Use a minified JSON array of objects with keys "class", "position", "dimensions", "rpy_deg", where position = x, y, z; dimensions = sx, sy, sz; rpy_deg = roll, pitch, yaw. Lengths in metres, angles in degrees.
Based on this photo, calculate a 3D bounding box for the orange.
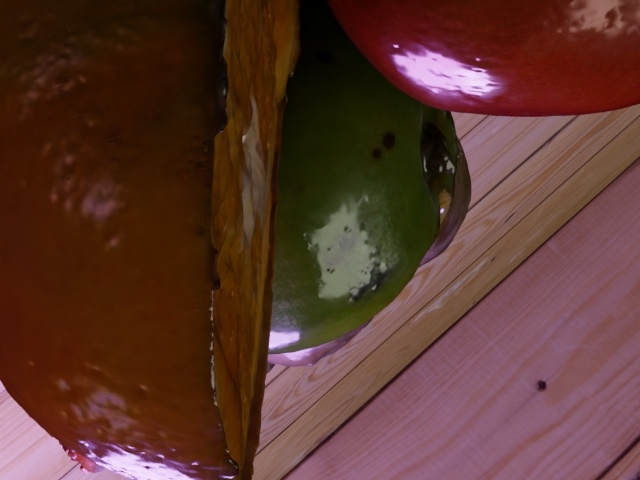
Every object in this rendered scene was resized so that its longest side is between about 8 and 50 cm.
[{"class":"orange","position":[-0.064,-0.058,0.803],"dimensions":[0.310,0.274,0.274],"rpy_deg":[-56,169,-8]}]

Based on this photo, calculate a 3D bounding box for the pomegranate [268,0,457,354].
[{"class":"pomegranate","position":[-0.058,-0.041,1.073],"dimensions":[0.302,0.236,0.236],"rpy_deg":[-12,-171,35]}]

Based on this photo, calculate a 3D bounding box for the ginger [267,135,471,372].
[{"class":"ginger","position":[0.000,0.000,1.421],"dimensions":[0.304,0.155,0.244],"rpy_deg":[-42,180,-19]}]

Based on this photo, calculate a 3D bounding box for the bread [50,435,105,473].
[{"class":"bread","position":[-0.170,0.130,1.513],"dimensions":[0.160,0.073,0.160],"rpy_deg":[-43,171,-8]}]

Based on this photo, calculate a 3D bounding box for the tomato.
[{"class":"tomato","position":[0.107,-0.153,0.876],"dimensions":[0.260,0.180,0.260],"rpy_deg":[-1,180,0]}]
